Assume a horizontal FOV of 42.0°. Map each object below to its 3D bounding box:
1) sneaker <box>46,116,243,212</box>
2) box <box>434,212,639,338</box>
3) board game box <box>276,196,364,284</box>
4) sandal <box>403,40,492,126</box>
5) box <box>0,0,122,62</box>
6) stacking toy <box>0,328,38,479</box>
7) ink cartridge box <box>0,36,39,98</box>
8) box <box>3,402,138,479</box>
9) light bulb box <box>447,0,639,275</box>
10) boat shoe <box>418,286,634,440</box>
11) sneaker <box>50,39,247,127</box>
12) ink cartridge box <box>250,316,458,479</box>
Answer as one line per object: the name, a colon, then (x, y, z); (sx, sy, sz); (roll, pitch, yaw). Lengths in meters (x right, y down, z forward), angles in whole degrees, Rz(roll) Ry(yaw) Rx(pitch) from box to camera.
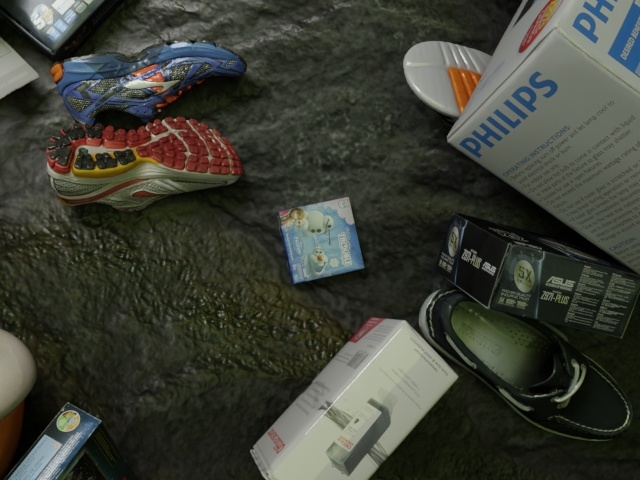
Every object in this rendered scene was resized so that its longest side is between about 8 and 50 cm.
sneaker: (-0.199, -0.084, 0.959); (0.225, 0.092, 0.088); (-2, 52, -23)
box: (0.247, 0.038, 0.964); (0.180, 0.147, 0.077); (13, 101, -18)
board game box: (0.000, 0.000, 1.011); (0.090, 0.020, 0.090); (-13, 88, -12)
sandal: (0.212, -0.168, 1.031); (0.265, 0.076, 0.102); (8, 67, -22)
box: (-0.298, -0.349, 0.968); (0.183, 0.059, 0.232); (41, 81, -3)
stacking toy: (-0.426, 0.338, 0.803); (0.351, 0.350, 0.479); (-7, 102, -10)
ink cartridge box: (-0.449, -0.209, 0.894); (0.224, 0.056, 0.181); (47, 48, -5)
box: (-0.250, 0.285, 0.825); (0.044, 0.233, 0.159); (22, 56, 21)
light bulb box: (0.395, -0.179, 0.937); (0.361, 0.225, 0.358); (34, 60, -5)
boat shoe: (0.258, 0.157, 1.006); (0.303, 0.091, 0.114); (27, 82, -6)
sneaker: (-0.194, -0.181, 0.972); (0.221, 0.083, 0.087); (-10, 101, -5)
ink cartridge box: (0.032, 0.195, 0.931); (0.218, 0.158, 0.092); (-45, 94, -9)
